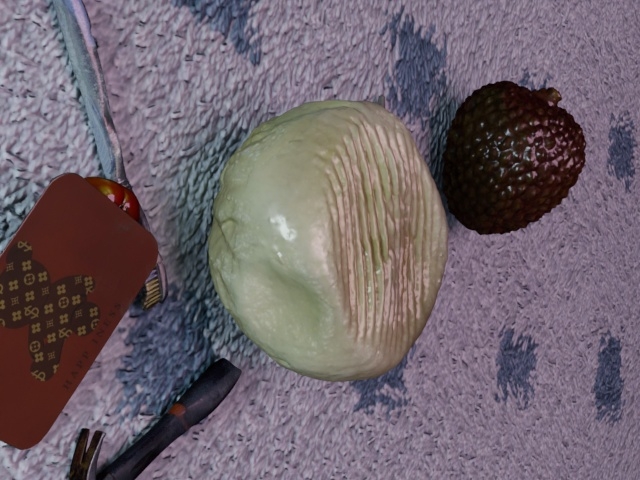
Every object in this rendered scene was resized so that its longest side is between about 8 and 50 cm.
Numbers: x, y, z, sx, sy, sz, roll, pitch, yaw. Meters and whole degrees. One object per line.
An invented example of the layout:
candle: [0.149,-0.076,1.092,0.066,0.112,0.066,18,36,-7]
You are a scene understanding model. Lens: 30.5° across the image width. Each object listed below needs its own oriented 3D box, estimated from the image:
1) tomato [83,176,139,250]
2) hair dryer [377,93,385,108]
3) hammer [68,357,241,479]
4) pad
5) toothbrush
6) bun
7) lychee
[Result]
tomato: [-0.241,-0.027,1.264,0.087,0.075,0.087,-17,115,-42]
hair dryer: [0.099,-0.132,1.793,0.155,0.044,0.183,39,56,-52]
hammer: [-0.188,0.224,1.378,0.290,0.037,0.137,-44,127,-46]
pad: [-0.280,0.075,1.202,0.267,0.004,0.181,-59,139,-13]
toothbrush: [-0.235,-0.111,1.302,0.042,0.035,0.413,-36,120,-47]
bun: [0.000,0.000,1.481,0.352,0.227,0.348,-9,98,-53]
lychee: [0.313,-0.138,1.953,0.271,0.236,0.236,-57,140,-2]
